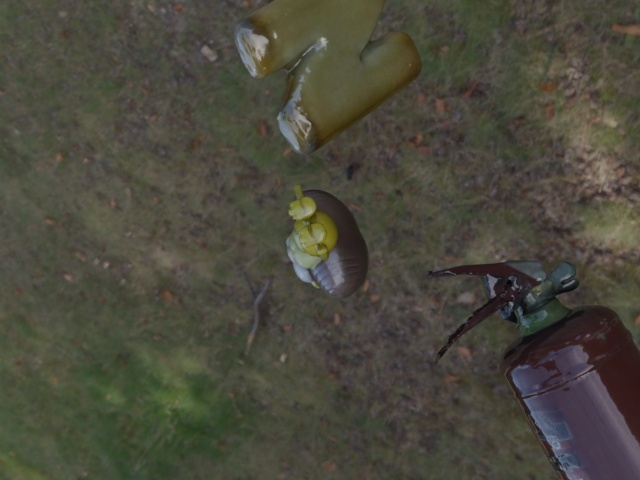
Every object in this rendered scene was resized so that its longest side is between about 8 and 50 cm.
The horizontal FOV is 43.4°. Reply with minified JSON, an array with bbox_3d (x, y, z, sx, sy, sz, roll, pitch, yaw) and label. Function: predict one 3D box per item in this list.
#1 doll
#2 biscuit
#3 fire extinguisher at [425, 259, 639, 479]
[{"bbox_3d":[-0.004,-0.008,0.981,0.096,0.145,0.188,-29,141,6],"label":"doll"},{"bbox_3d":[0.023,-0.298,1.275,0.062,0.290,0.237,8,130,59],"label":"biscuit"},{"bbox_3d":[0.201,0.150,0.613,0.337,0.147,0.106,60,158,7],"label":"fire extinguisher"}]
